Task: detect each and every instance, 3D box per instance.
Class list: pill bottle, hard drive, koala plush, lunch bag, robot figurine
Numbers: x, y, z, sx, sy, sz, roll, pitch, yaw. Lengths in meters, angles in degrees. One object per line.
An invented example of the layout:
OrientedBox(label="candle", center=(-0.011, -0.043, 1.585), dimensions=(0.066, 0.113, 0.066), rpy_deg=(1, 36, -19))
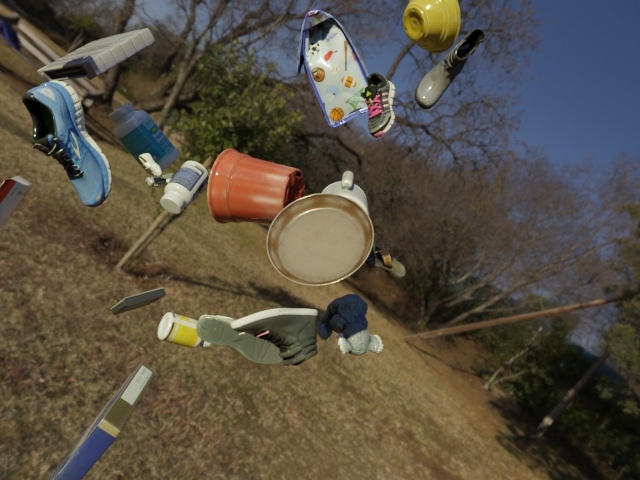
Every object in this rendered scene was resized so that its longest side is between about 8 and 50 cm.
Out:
OrientedBox(label="pill bottle", center=(-0.669, -0.385, 1.858), dimensions=(0.264, 0.146, 0.146), rpy_deg=(54, -10, -28))
OrientedBox(label="hard drive", center=(-0.436, 0.146, 1.176), dimensions=(0.135, 0.094, 0.022), rpy_deg=(-26, -98, 52))
OrientedBox(label="koala plush", center=(0.114, 0.328, 1.790), dimensions=(0.196, 0.203, 0.221), rpy_deg=(8, 29, -18))
OrientedBox(label="lunch bag", center=(0.035, -0.630, 1.810), dimensions=(0.328, 0.239, 0.385), rpy_deg=(-97, 163, -72))
OrientedBox(label="robot figurine", center=(0.085, -0.113, 1.899), dimensions=(0.200, 0.300, 0.353), rpy_deg=(12, 20, -1))
OrientedBox(label="pill bottle", center=(-0.489, 0.335, 1.806), dimensions=(0.184, 0.103, 0.103), rpy_deg=(25, 5, -31))
OrientedBox(label="pill bottle", center=(-0.305, -0.117, 1.103), dimensions=(0.067, 0.120, 0.067), rpy_deg=(15, -38, 12))

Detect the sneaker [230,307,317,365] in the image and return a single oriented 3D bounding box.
OrientedBox(label="sneaker", center=(-0.104, 0.259, 1.300), dimensions=(0.296, 0.104, 0.147), rpy_deg=(8, 68, -49))

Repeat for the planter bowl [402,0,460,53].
OrientedBox(label="planter bowl", center=(0.320, -0.680, 1.527), dimensions=(0.217, 0.090, 0.217), rpy_deg=(45, -29, 34))

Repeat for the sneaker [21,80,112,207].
OrientedBox(label="sneaker", center=(-0.662, -0.233, 1.267), dimensions=(0.147, 0.130, 0.330), rpy_deg=(-52, 126, -58))

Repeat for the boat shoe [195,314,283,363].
OrientedBox(label="boat shoe", center=(-0.265, 0.328, 1.685), dimensions=(0.320, 0.118, 0.103), rpy_deg=(19, 3, -11))

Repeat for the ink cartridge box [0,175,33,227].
OrientedBox(label="ink cartridge box", center=(-0.946, -0.098, 1.466), dimensions=(0.066, 0.189, 0.232), rpy_deg=(36, -6, -28))

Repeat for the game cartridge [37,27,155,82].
OrientedBox(label="game cartridge", center=(-0.681, -0.556, 1.501), dimensions=(0.355, 0.230, 0.068), rpy_deg=(11, -47, 39))

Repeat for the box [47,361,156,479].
OrientedBox(label="box", center=(-0.343, 0.301, 0.746), dimensions=(0.036, 0.225, 0.136), rpy_deg=(39, 17, -11))

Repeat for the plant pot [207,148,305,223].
OrientedBox(label="plant pot", center=(-0.211, -0.171, 1.740), dimensions=(0.265, 0.272, 0.272), rpy_deg=(10, -13, 17))

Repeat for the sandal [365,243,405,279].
OrientedBox(label="sandal", center=(0.207, 0.059, 1.560), dimensions=(0.219, 0.060, 0.090), rpy_deg=(32, 44, -32))

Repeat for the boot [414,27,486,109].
OrientedBox(label="boot", center=(0.527, -0.715, 2.040), dimensions=(0.118, 0.338, 0.223), rpy_deg=(35, -6, -3))

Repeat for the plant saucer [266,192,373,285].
OrientedBox(label="plant saucer", center=(0.000, 0.000, 1.430), dimensions=(0.310, 0.310, 0.050), rpy_deg=(38, -17, 27))

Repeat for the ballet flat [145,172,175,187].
OrientedBox(label="ballet flat", center=(-0.528, -0.196, 1.648), dimensions=(0.041, 0.041, 0.114), rpy_deg=(38, 35, 23))

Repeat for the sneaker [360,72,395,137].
OrientedBox(label="sneaker", center=(0.122, -0.304, 1.091), dimensions=(0.063, 0.170, 0.075), rpy_deg=(-17, -38, 40))

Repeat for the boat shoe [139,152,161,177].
OrientedBox(label="boat shoe", center=(-0.522, -0.228, 1.507), dimensions=(0.035, 0.035, 0.100), rpy_deg=(-21, 64, -42))
